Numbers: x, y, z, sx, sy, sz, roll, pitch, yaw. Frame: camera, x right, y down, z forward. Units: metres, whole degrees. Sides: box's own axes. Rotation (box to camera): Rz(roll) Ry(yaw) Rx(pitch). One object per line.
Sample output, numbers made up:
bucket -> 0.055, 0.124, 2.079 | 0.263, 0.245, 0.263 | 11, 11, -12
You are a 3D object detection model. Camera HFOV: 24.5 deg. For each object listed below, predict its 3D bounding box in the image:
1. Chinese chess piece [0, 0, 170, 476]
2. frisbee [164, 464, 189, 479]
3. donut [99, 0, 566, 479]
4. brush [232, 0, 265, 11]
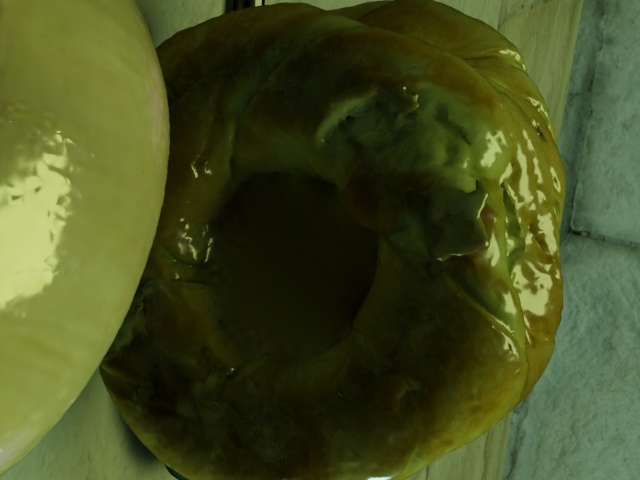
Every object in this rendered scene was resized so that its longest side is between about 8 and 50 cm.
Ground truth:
Chinese chess piece -> -0.185, -0.022, 0.549 | 0.112, 0.270, 0.270 | 35, 68, -50
frisbee -> -0.084, 0.063, 1.259 | 0.289, 0.049, 0.290 | 12, 90, -69
donut -> 0.000, 0.000, 1.000 | 0.170, 0.360, 0.360 | -11, 113, -68
brush -> -0.053, -0.235, 1.179 | 0.042, 0.039, 0.299 | -5, 109, -30
